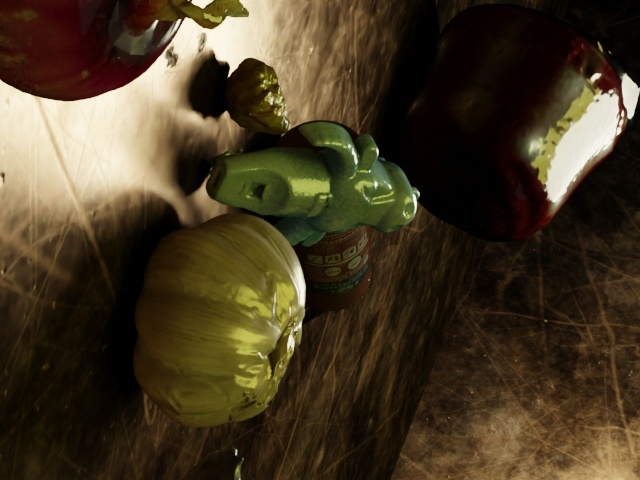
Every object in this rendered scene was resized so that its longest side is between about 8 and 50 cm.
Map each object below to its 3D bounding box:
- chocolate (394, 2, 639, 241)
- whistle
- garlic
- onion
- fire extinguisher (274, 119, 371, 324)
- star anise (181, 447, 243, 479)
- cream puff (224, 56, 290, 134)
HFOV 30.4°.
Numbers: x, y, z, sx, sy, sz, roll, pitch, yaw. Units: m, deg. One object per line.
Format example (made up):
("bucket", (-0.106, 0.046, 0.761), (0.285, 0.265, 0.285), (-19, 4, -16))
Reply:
("chocolate", (0.302, -0.162, 1.961), (0.331, 0.384, 0.383), (-62, 162, -17))
("whistle", (0.000, -0.057, 1.273), (0.269, 0.093, 0.180), (0, 139, -35))
("garlic", (-0.094, 0.083, 1.173), (0.228, 0.152, 0.227), (9, 90, -74))
("onion", (-0.148, -0.171, 0.731), (0.177, 0.153, 0.177), (-25, 143, -20))
("fire extinguisher", (0.000, 0.000, 1.512), (0.337, 0.136, 0.114), (82, -13, -54))
("star anise", (-0.174, 0.373, 1.280), (0.359, 0.139, 0.315), (30, 68, -58))
("cream puff", (-0.067, -0.142, 1.200), (0.083, 0.058, 0.083), (174, -107, -80))
